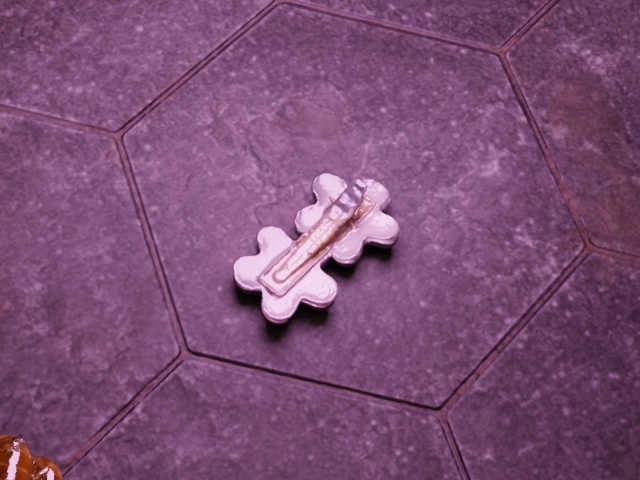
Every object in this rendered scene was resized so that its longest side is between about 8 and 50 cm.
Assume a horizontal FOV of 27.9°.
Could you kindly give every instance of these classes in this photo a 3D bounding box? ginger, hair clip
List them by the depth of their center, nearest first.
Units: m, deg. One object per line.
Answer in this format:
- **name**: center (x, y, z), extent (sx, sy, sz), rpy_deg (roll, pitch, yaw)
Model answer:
- **ginger**: center (-0.353, 0.307, 1.481), extent (0.103, 0.073, 0.162), rpy_deg (40, 35, -27)
- **hair clip**: center (-0.001, 0.004, 1.690), extent (0.146, 0.075, 0.257), rpy_deg (39, 72, 14)
